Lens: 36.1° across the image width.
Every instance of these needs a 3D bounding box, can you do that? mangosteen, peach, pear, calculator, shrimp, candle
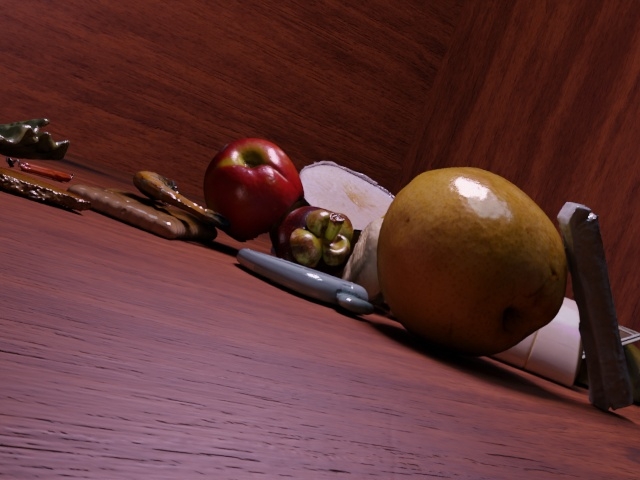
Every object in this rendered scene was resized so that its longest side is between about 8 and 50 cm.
[{"bbox_3d":[0.003,0.008,1.838,0.181,0.156,0.145,-6,-47,44],"label":"mangosteen"},{"bbox_3d":[-0.130,-0.088,1.923,0.196,0.189,0.226,-4,-37,-2],"label":"peach"},{"bbox_3d":[0.238,0.035,1.559,0.315,0.314,0.314,21,2,-1],"label":"pear"},{"bbox_3d":[-0.022,0.066,1.658,0.295,0.042,0.184,21,2,44],"label":"calculator"},{"bbox_3d":[-0.255,-0.067,1.870,0.198,0.051,0.262,32,-1,1],"label":"shrimp"},{"bbox_3d":[-0.576,-0.142,2.005,0.026,0.021,0.167,-9,-13,31],"label":"candle"}]

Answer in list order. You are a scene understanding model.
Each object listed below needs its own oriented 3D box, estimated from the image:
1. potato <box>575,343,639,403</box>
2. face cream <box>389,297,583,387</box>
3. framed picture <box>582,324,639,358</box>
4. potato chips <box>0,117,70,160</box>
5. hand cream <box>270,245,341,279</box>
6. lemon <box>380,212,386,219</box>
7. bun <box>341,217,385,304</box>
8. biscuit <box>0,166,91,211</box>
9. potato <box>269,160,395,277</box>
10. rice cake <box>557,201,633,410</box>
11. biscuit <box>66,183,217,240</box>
[{"bbox_3d":[0.579,0.247,1.955,0.272,0.111,0.160,19,1,-44],"label":"potato"},{"bbox_3d":[0.314,0.130,1.789,0.349,0.173,0.081,21,-33,8],"label":"face cream"},{"bbox_3d":[0.469,0.190,1.910,0.252,0.014,0.197,-14,17,-22],"label":"framed picture"},{"bbox_3d":[-0.616,-0.190,1.564,0.390,0.097,0.373,14,2,-1],"label":"potato chips"},{"bbox_3d":[0.014,0.042,2.211,0.271,0.091,0.058,24,29,17],"label":"hand cream"},{"bbox_3d":[0.236,0.052,1.979,0.263,0.235,0.236,17,1,19],"label":"lemon"},{"bbox_3d":[0.111,0.044,1.830,0.111,0.188,0.164,25,36,-3],"label":"bun"},{"bbox_3d":[-0.470,-0.088,1.545,0.206,0.025,0.126,20,3,-34],"label":"biscuit"},{"bbox_3d":[0.023,-0.027,2.118,0.300,0.196,0.246,-3,47,-46],"label":"potato"},{"bbox_3d":[0.435,0.103,1.561,0.063,0.336,0.066,-12,6,-4],"label":"rice cake"},{"bbox_3d":[-0.324,-0.053,1.845,0.217,0.044,0.325,22,2,9],"label":"biscuit"}]
